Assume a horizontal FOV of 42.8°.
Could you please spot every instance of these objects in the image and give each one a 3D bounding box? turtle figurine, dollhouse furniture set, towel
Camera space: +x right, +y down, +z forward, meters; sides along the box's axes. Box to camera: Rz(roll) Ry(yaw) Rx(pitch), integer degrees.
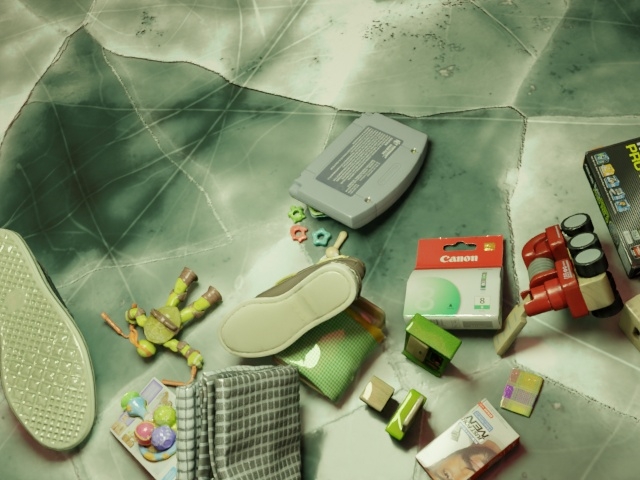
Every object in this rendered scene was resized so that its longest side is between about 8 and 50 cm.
[{"bbox_3d":[-0.324,0.160,1.704,0.269,0.087,0.217,31,73,26],"label":"turtle figurine"},{"bbox_3d":[0.074,0.203,1.511,0.301,0.151,0.198,32,72,14],"label":"dollhouse furniture set"},{"bbox_3d":[-0.128,0.337,1.409,0.121,0.283,0.235,-2,87,26],"label":"towel"},{"bbox_3d":[0.372,0.280,1.512,0.060,0.009,0.083,17,68,21],"label":"towel"}]

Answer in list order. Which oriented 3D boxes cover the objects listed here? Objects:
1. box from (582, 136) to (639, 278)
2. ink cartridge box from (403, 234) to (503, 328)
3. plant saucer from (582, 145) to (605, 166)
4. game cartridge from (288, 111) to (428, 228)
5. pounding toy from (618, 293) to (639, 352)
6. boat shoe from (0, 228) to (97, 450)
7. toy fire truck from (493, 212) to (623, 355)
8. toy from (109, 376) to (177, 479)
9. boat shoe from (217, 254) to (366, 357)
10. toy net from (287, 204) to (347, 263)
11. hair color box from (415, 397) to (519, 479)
[{"bbox_3d":[0.664,-0.079,1.597,0.216,0.060,0.270,-15,63,6],"label":"box"},{"bbox_3d":[0.265,0.069,1.599,0.181,0.056,0.225,-2,53,18],"label":"ink cartridge box"},{"bbox_3d":[0.589,-0.161,1.696,0.083,0.013,0.084,-6,61,10],"label":"plant saucer"},{"bbox_3d":[0.096,-0.153,1.758,0.196,0.060,0.294,27,58,29],"label":"game cartridge"},{"bbox_3d":[0.605,0.142,1.453,0.130,0.141,0.100,-31,60,-3],"label":"pounding toy"},{"bbox_3d":[-0.593,0.204,1.715,0.186,0.156,0.500,-28,71,-8],"label":"boat shoe"},{"bbox_3d":[0.418,0.090,1.527,0.246,0.159,0.217,-20,23,17],"label":"toy fire truck"},{"bbox_3d":[-0.320,0.355,1.569,0.137,0.056,0.237,-49,40,-14],"label":"toy"},{"bbox_3d":[-0.054,0.123,1.539,0.324,0.097,0.117,-31,95,28],"label":"boat shoe"},{"bbox_3d":[0.000,0.000,1.735,0.122,0.045,0.232,-17,60,4],"label":"toy net"},{"bbox_3d":[0.263,0.374,1.463,0.167,0.053,0.093,-38,61,-7],"label":"hair color box"}]
